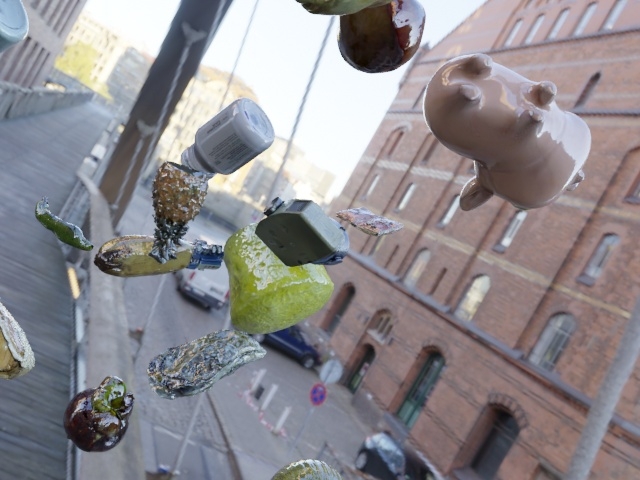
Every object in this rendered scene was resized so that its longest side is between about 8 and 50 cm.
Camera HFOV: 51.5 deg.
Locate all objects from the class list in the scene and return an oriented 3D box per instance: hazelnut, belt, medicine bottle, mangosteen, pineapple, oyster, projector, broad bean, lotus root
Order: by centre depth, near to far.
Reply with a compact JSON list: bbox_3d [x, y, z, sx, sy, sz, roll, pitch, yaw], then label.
[{"bbox_3d":[-0.283,-0.049,1.264,0.108,0.198,0.108,19,14,-5],"label":"pineapple"},{"bbox_3d":[0.142,-0.491,1.522,0.229,0.230,0.229,30,1,-1],"label":"hazelnut"},{"bbox_3d":[-0.224,-0.227,1.563,0.135,0.215,0.135,42,30,-32],"label":"medicine bottle"},{"bbox_3d":[-0.538,0.428,1.634,0.172,0.184,0.172,36,-11,9],"label":"mangosteen"},{"bbox_3d":[-0.676,-0.036,1.723,0.195,0.061,0.046,44,-33,7],"label":"broad bean"},{"bbox_3d":[-0.462,0.042,1.746,0.258,0.110,0.097,-1,21,-21],"label":"lotus root"},{"bbox_3d":[-0.066,-0.031,1.778,0.193,0.088,0.269,47,-30,-15],"label":"projector"},{"bbox_3d":[-0.317,0.351,1.899,0.162,0.350,0.158,67,-26,21],"label":"oyster"},{"bbox_3d":[0.000,0.000,1.963,0.190,0.142,0.082,25,13,36],"label":"belt"}]

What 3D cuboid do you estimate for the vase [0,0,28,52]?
[{"bbox_3d":[-0.802,-0.454,1.417,0.245,0.291,0.245,-21,90,-75],"label":"vase"}]

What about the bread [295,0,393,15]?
[{"bbox_3d":[0.064,-0.418,0.998,0.152,0.267,0.130,33,-39,33],"label":"bread"}]

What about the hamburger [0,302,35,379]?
[{"bbox_3d":[-0.622,0.200,1.271,0.176,0.102,0.087,53,4,18],"label":"hamburger"}]

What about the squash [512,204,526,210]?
[{"bbox_3d":[0.453,-0.159,1.565,0.083,0.083,0.250,29,30,-25],"label":"squash"}]

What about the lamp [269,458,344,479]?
[{"bbox_3d":[-0.055,0.682,1.701,0.284,0.250,0.250,28,2,-26],"label":"lamp"}]

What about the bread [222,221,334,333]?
[{"bbox_3d":[-0.157,0.121,2.158,0.348,0.348,0.308,28,31,-56],"label":"bread"}]

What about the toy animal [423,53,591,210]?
[{"bbox_3d":[0.330,-0.192,1.197,0.326,0.237,0.269,32,-11,2],"label":"toy animal"}]

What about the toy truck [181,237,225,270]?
[{"bbox_3d":[-0.352,0.043,1.935,0.074,0.088,0.201,17,2,21],"label":"toy truck"}]

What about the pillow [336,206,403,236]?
[{"bbox_3d":[0.165,-0.064,2.254,0.126,0.043,0.232,-12,26,-34],"label":"pillow"}]
